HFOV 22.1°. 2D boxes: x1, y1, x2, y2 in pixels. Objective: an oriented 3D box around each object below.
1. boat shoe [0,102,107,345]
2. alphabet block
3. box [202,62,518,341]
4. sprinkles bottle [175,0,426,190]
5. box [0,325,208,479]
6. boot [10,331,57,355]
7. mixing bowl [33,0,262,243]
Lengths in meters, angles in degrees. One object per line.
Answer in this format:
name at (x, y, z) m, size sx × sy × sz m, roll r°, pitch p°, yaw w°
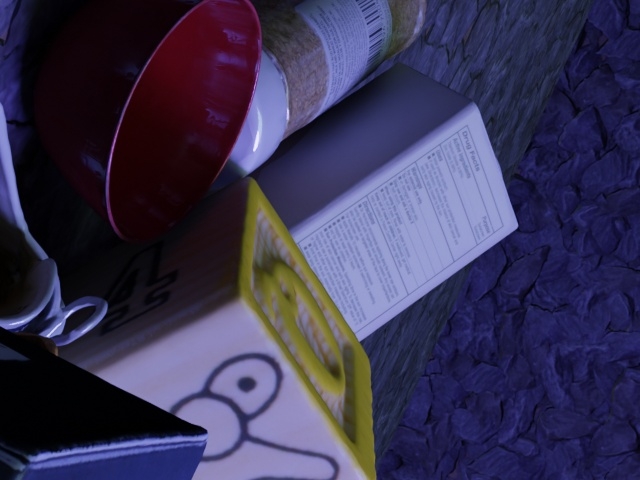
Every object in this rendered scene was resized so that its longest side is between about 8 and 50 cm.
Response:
boat shoe at (-0.203, 0.033, 0.950) m, size 0.136 × 0.156 × 0.367 m, roll -54°, pitch 162°, yaw -37°
alphabet block at (-0.090, 0.104, 1.171) m, size 0.197 × 0.192 × 0.193 m, roll -27°, pitch -155°, yaw 12°
box at (0.000, 0.000, 1.381) m, size 0.311 × 0.121 × 0.148 m, roll -34°, pitch 127°, yaw -15°
sprinkles bottle at (-0.027, -0.155, 1.344) m, size 0.355 × 0.121 × 0.121 m, roll -43°, pitch 154°, yaw -57°
box at (-0.278, 0.196, 0.679) m, size 0.395 × 0.293 × 0.212 m, roll -66°, pitch 166°, yaw 2°
boot at (-0.278, 0.148, 0.854) m, size 0.295 × 0.104 × 0.211 m, roll -11°, pitch 122°, yaw -25°
mixing bowl at (-0.128, -0.100, 1.105) m, size 0.181 × 0.098 × 0.181 m, roll -51°, pitch 157°, yaw -32°
